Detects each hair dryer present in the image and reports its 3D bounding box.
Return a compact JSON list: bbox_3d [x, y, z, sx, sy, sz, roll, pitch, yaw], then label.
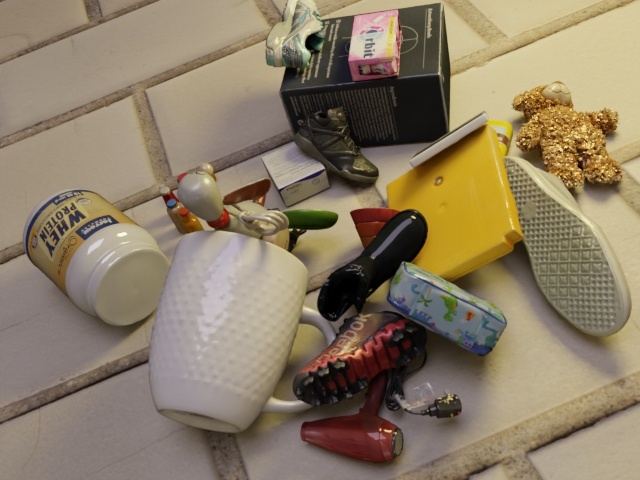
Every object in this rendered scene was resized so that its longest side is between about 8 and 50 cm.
[{"bbox_3d":[0.102,0.317,1.316,0.293,0.080,0.223,-23,31,-8],"label":"hair dryer"}]

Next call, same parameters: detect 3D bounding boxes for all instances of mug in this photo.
[{"bbox_3d":[-0.143,0.201,1.366,0.374,0.276,0.328,16,65,-7],"label":"mug"}]

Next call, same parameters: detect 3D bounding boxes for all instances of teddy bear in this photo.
[{"bbox_3d":[0.558,-0.247,1.600,0.245,0.113,0.338,1,52,15],"label":"teddy bear"}]

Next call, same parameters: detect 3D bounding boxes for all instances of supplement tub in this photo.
[{"bbox_3d":[-0.511,0.035,1.617,0.316,0.228,0.228,31,66,35],"label":"supplement tub"}]

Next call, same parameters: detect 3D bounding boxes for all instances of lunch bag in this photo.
[{"bbox_3d":[0.235,0.123,1.321,0.219,0.176,0.090,27,99,1],"label":"lunch bag"}]

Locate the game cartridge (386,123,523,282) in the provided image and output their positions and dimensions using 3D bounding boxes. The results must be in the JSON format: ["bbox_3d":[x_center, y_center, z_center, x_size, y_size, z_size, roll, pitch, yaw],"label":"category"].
[{"bbox_3d":[0.272,-0.059,1.492,0.285,0.052,0.324,-31,43,32],"label":"game cartridge"}]

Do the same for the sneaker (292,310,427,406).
[{"bbox_3d":[0.061,0.214,1.332,0.276,0.097,0.135,-26,31,-16],"label":"sneaker"}]

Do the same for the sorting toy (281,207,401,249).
[{"bbox_3d":[0.000,0.000,1.535,0.365,0.127,0.126,-1,82,8],"label":"sorting toy"}]

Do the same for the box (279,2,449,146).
[{"bbox_3d":[0.127,-0.415,1.804,0.395,0.212,0.293,-3,50,16],"label":"box"}]

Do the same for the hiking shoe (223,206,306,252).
[{"bbox_3d":[-0.145,-0.032,1.666,0.227,0.086,0.114,28,57,22],"label":"hiking shoe"}]

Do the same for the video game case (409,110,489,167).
[{"bbox_3d":[0.292,-0.230,1.584,0.190,0.022,0.173,-31,4,18],"label":"video game case"}]

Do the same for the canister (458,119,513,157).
[{"bbox_3d":[0.375,-0.203,1.644,0.126,0.073,0.170,7,52,24],"label":"canister"}]

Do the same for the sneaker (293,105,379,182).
[{"bbox_3d":[0.056,-0.235,1.691,0.227,0.130,0.087,35,32,6],"label":"sneaker"}]

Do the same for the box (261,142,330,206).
[{"bbox_3d":[-0.061,-0.170,1.751,0.126,0.072,0.137,-25,48,-5],"label":"box"}]

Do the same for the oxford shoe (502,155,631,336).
[{"bbox_3d":[0.484,-0.002,1.408,0.169,0.130,0.449,-53,42,29],"label":"oxford shoe"}]

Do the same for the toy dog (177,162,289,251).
[{"bbox_3d":[-0.162,-0.073,1.394,0.220,0.334,0.161,11,71,-1],"label":"toy dog"}]

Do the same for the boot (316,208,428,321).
[{"bbox_3d":[0.107,0.049,1.384,0.094,0.207,0.246,44,107,6],"label":"boot"}]

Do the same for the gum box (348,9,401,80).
[{"bbox_3d":[0.130,-0.456,1.655,0.107,0.062,0.188,-3,51,15],"label":"gum box"}]

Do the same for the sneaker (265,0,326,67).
[{"bbox_3d":[-0.038,-0.524,1.757,0.122,0.110,0.283,15,59,8],"label":"sneaker"}]

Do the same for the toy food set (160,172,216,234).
[{"bbox_3d":[-0.331,-0.112,1.764,0.111,0.104,0.232,-4,51,14],"label":"toy food set"}]
